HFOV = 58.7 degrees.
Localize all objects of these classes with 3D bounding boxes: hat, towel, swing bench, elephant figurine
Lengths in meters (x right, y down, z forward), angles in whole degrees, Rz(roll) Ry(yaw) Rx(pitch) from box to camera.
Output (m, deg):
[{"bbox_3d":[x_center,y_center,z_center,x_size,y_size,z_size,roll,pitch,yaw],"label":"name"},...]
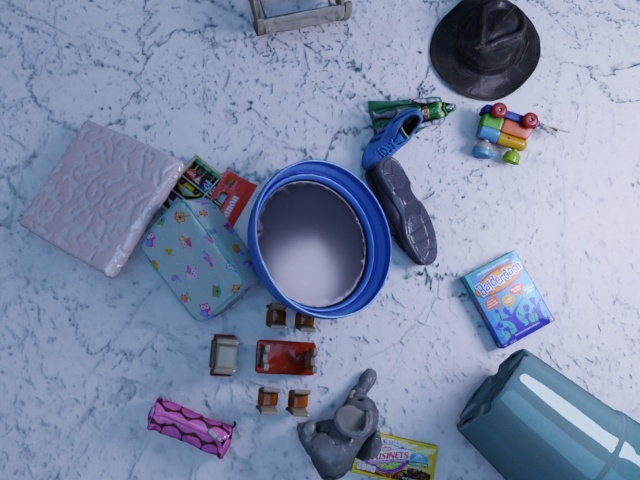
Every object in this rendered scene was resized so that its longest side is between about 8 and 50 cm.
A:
[{"bbox_3d":[0.476,-0.558,1.567,0.331,0.134,0.331,1,81,-5],"label":"hat"},{"bbox_3d":[-0.546,-0.110,1.423,0.317,0.053,0.331,25,78,17],"label":"towel"},{"bbox_3d":[-0.071,-0.685,1.539,0.253,0.165,0.254,-12,87,-6],"label":"swing bench"},{"bbox_3d":[0.076,0.442,1.349,0.239,0.169,0.186,-30,81,-6],"label":"elephant figurine"}]

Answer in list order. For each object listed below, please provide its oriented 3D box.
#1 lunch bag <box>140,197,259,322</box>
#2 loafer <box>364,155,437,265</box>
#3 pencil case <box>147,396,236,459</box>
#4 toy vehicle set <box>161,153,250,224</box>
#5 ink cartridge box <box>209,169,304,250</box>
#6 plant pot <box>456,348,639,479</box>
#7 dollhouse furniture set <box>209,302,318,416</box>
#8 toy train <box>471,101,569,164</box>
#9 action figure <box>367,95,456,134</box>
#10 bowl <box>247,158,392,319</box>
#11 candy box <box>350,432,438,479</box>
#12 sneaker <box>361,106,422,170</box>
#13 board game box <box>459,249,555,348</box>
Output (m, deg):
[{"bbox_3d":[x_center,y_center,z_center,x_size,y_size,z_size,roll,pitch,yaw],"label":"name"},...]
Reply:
[{"bbox_3d":[-0.298,0.045,1.388,0.224,0.108,0.279,-42,81,28],"label":"lunch bag"},{"bbox_3d":[0.211,-0.071,1.497,0.109,0.095,0.302,-27,94,-36],"label":"loafer"},{"bbox_3d":[-0.312,0.445,1.359,0.209,0.098,0.095,20,80,0],"label":"pencil case"},{"bbox_3d":[-0.274,-0.080,1.482,0.267,0.035,0.166,37,80,3],"label":"toy vehicle set"},{"bbox_3d":[-0.182,-0.054,1.438,0.232,0.066,0.189,29,80,-3],"label":"ink cartridge box"},{"bbox_3d":[0.524,0.454,1.317,0.334,0.341,0.341,39,80,12],"label":"plant pot"},{"bbox_3d":[-0.137,0.286,1.403,0.259,0.135,0.262,7,80,-14],"label":"dollhouse furniture set"},{"bbox_3d":[0.541,-0.268,1.543,0.248,0.105,0.143,18,90,-1],"label":"toy train"},{"bbox_3d":[0.257,-0.341,1.549,0.232,0.063,0.137,-13,92,-3],"label":"action figure"},{"bbox_3d":[0.000,0.000,1.387,0.391,0.077,0.391,9,72,-31],"label":"bowl"},{"bbox_3d":[0.184,0.541,1.413,0.206,0.027,0.105,13,76,-2],"label":"candy box"},{"bbox_3d":[0.185,-0.262,1.490,0.069,0.082,0.209,39,106,-17],"label":"sneaker"},{"bbox_3d":[0.487,0.153,1.489,0.160,0.047,0.210,-27,82,-8],"label":"board game box"}]
